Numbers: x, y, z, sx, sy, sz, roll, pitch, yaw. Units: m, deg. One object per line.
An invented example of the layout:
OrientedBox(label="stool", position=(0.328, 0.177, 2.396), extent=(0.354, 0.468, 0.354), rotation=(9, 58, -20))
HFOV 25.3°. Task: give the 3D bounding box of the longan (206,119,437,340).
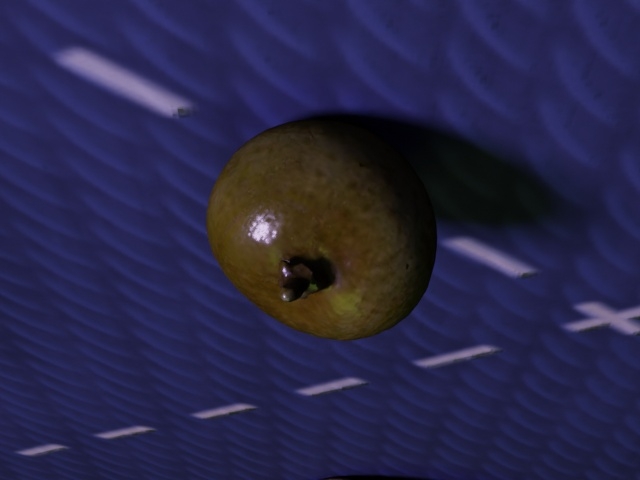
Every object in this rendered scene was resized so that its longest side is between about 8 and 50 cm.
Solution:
OrientedBox(label="longan", position=(0.000, 0.000, 0.445), extent=(0.075, 0.083, 0.075), rotation=(5, 120, 8))

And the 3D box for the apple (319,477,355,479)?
OrientedBox(label="apple", position=(0.056, 0.249, 0.947), extent=(0.188, 0.174, 0.207), rotation=(14, 140, -28))
